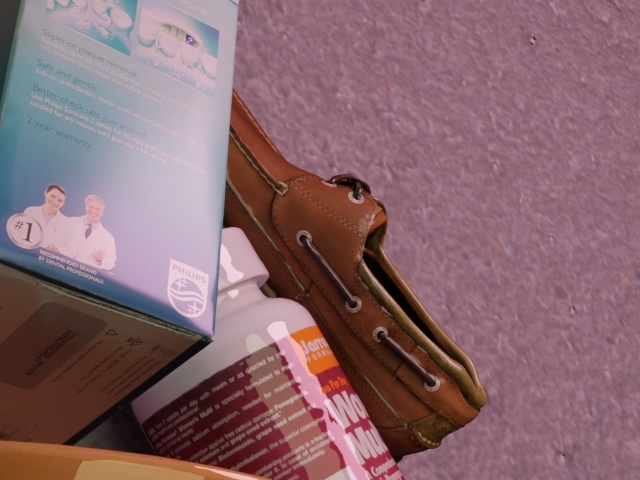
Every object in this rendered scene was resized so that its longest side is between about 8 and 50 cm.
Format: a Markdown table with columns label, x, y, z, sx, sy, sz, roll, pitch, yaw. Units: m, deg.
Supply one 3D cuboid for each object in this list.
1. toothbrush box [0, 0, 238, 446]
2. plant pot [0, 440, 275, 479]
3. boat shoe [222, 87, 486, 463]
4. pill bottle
| label | x | y | z | sx | sy | sz | roll | pitch | yaw |
| --- | --- | --- | --- | --- | --- | --- | --- | --- | --- |
| toothbrush box | -0.155 | -0.046 | 0.739 | 0.126 | 0.216 | 0.296 | 23 | 48 | -29 |
| plant pot | -0.121 | 0.216 | 0.555 | 0.291 | 0.291 | 0.203 | 17 | 62 | -33 |
| boat shoe | 0.000 | 0.000 | 0.904 | 0.307 | 0.104 | 0.111 | 58 | 17 | -1 |
| pill bottle | -0.036 | 0.111 | 0.806 | 0.121 | 0.121 | 0.221 | -21 | 78 | -47 |
